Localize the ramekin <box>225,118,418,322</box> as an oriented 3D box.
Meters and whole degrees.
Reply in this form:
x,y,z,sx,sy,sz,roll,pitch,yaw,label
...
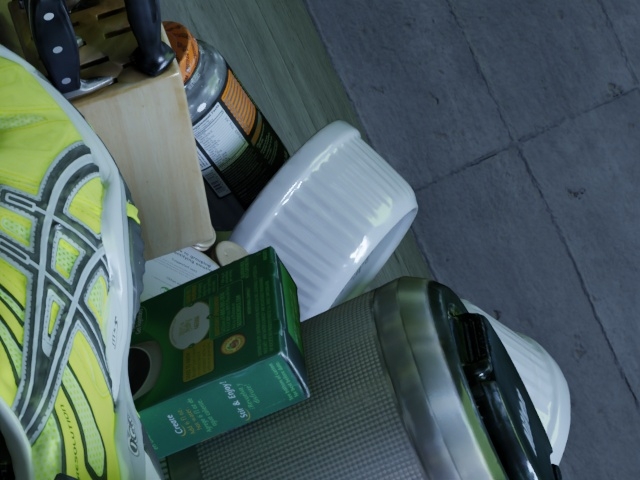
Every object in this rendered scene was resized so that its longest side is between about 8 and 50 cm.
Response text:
x,y,z,sx,sy,sz,roll,pitch,yaw,label
0.000,0.000,1.337,0.109,0.207,0.207,38,9,8,ramekin

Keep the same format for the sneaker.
x,y,z,sx,sy,sz,roll,pitch,yaw,label
-0.168,0.038,0.713,0.147,0.145,0.384,43,23,-63,sneaker

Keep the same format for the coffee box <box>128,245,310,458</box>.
x,y,z,sx,sy,sz,roll,pitch,yaw,label
-0.099,0.080,0.836,0.113,0.184,0.040,-100,163,-58,coffee box

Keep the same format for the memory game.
x,y,z,sx,sy,sz,roll,pitch,yaw,label
-0.108,0.039,1.091,0.186,0.012,0.186,25,37,-21,memory game

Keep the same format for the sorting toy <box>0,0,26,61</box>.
x,y,z,sx,sy,sz,roll,pitch,yaw,label
-0.217,-0.136,1.060,0.193,0.038,0.208,20,58,-75,sorting toy

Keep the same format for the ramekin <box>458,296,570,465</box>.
x,y,z,sx,sy,sz,roll,pitch,yaw,label
0.086,0.170,1.331,0.127,0.273,0.273,44,21,-30,ramekin

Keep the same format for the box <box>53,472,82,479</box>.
x,y,z,sx,sy,sz,roll,pitch,yaw,label
-0.117,0.218,0.491,0.059,0.183,0.232,23,20,-6,box

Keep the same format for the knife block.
x,y,z,sx,sy,sz,roll,pitch,yaw,label
-0.133,-0.091,0.910,0.242,0.088,0.275,-132,-155,-71,knife block

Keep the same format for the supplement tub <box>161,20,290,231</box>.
x,y,z,sx,sy,sz,roll,pitch,yaw,label
-0.115,-0.106,1.326,0.190,0.117,0.117,54,15,-43,supplement tub

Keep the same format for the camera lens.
x,y,z,sx,sy,sz,roll,pitch,yaw,label
0.002,0.163,0.886,0.219,0.274,0.219,61,12,-23,camera lens
